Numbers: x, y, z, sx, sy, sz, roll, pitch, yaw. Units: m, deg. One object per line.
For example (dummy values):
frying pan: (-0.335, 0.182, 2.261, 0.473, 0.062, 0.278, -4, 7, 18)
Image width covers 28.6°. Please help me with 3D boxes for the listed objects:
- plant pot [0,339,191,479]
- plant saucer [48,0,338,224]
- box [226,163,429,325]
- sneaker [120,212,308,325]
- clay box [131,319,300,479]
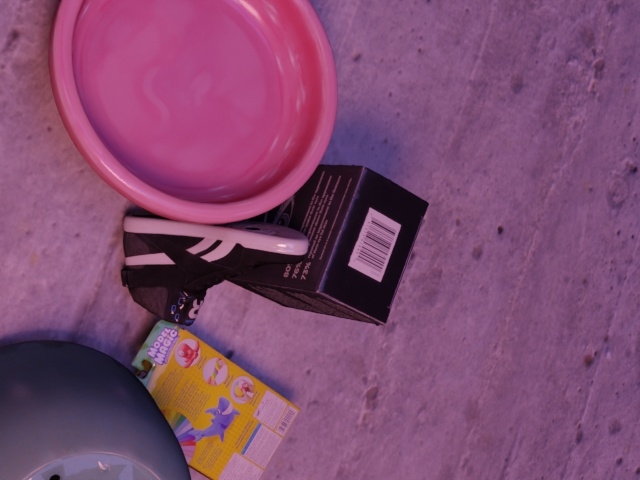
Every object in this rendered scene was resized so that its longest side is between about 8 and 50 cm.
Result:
plant pot: (-0.256, 0.262, 1.234, 0.293, 0.235, 0.292, -3, 98, -24)
plant saucer: (-0.142, -0.177, 1.373, 0.332, 0.084, 0.332, 6, 78, -29)
box: (0.000, 0.000, 1.438, 0.108, 0.207, 0.153, 28, 79, -34)
sneaker: (-0.116, 0.038, 1.383, 0.079, 0.217, 0.121, -20, 115, -67)
clay box: (-0.142, 0.192, 1.447, 0.222, 0.053, 0.127, 39, 74, -29)
